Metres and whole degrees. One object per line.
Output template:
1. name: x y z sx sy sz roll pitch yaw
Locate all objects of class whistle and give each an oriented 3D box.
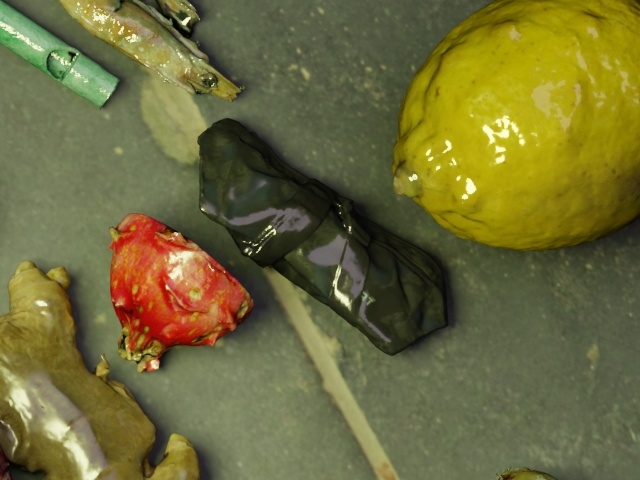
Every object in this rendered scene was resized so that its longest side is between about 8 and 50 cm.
1. whistle: -0.277 -0.191 1.846 0.186 0.039 0.039 34 56 -10

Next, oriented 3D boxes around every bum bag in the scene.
1. bum bag: 0.000 0.000 1.881 0.310 0.074 0.137 35 45 -10

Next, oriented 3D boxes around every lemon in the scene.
1. lemon: 0.226 -0.122 1.948 0.316 0.285 0.285 -3 65 1

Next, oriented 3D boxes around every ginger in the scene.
1. ginger: -0.204 0.170 1.686 0.166 0.080 0.333 -27 78 -23

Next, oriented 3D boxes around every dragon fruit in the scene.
1. dragon fruit: -0.145 0.058 1.746 0.153 0.153 0.111 36 73 -8

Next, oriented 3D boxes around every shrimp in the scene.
1. shrimp: -0.163 -0.219 1.919 0.223 0.047 0.126 37 45 -6

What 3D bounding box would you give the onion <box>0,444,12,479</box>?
1. onion: -0.341 0.228 1.526 0.349 0.267 0.159 56 10 -21

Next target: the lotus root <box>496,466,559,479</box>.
1. lotus root: 0.212 0.291 1.850 0.088 0.088 0.165 -21 88 -34
